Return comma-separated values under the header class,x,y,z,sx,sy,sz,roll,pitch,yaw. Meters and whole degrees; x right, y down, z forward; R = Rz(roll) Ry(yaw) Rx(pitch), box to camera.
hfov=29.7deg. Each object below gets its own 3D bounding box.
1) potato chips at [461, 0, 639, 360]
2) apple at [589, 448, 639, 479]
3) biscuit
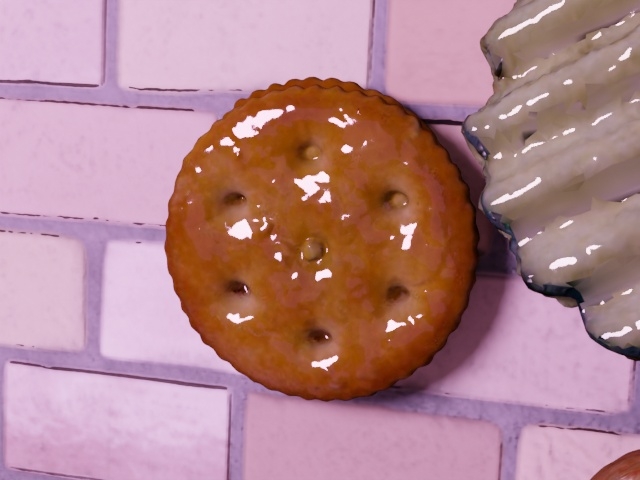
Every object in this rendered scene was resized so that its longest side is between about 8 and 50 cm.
class,x,y,z,sx,sy,sz,roll,pitch,yaw
potato chips,0.306,-0.068,0.716,0.429,0.070,0.358,-22,85,15
apple,0.212,0.283,0.674,0.301,0.301,0.302,2,97,17
biscuit,0.000,0.000,0.817,0.220,0.066,0.220,3,100,15
